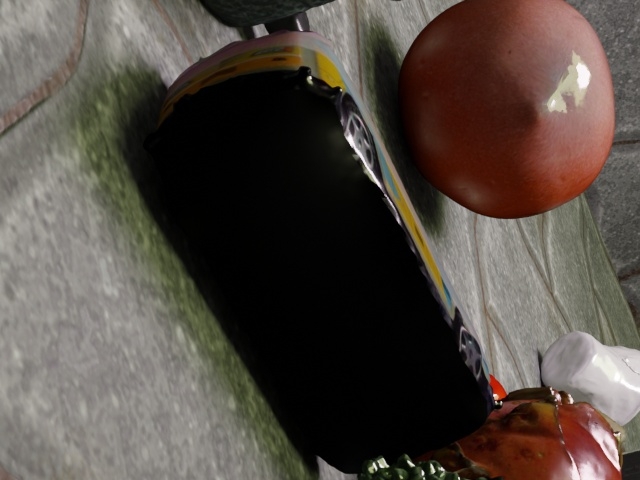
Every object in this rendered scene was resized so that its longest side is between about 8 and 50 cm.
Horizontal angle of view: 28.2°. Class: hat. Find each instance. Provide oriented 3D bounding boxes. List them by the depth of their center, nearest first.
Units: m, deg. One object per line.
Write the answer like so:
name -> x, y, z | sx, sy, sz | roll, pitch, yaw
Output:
hat -> 0.466, 0.238, 2.245 | 0.126, 0.203, 0.203 | 36, 35, -27

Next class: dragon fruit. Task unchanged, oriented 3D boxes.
dragon fruit -> 0.174, 0.266, 1.202 | 0.315, 0.250, 0.250 | -96, 162, -63

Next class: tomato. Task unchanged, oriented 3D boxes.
tomato -> 0.262, -0.188, 1.739 | 0.321, 0.321, 0.321 | -17, 90, -72

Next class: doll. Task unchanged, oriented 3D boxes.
doll -> 0.224, 0.213, 1.678 | 0.169, 0.057, 0.109 | 24, 49, -66

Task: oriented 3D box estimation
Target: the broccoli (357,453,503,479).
broccoli -> 0.075, 0.319, 0.950 | 0.288, 0.248, 0.245 | -51, 158, -48

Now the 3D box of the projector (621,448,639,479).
projector -> 0.447, 0.456, 1.817 | 0.248, 0.248, 0.249 | -27, 100, -72

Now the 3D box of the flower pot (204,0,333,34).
flower pot -> 0.011, -0.335, 1.170 | 0.299, 0.283, 0.299 | -17, 90, -74

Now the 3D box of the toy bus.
toy bus -> 0.000, 0.000, 1.051 | 0.162, 0.171, 0.386 | -98, 163, -57

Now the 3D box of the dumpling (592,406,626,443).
dumpling -> 0.315, 0.312, 1.819 | 0.332, 0.166, 0.086 | -25, 141, -57
